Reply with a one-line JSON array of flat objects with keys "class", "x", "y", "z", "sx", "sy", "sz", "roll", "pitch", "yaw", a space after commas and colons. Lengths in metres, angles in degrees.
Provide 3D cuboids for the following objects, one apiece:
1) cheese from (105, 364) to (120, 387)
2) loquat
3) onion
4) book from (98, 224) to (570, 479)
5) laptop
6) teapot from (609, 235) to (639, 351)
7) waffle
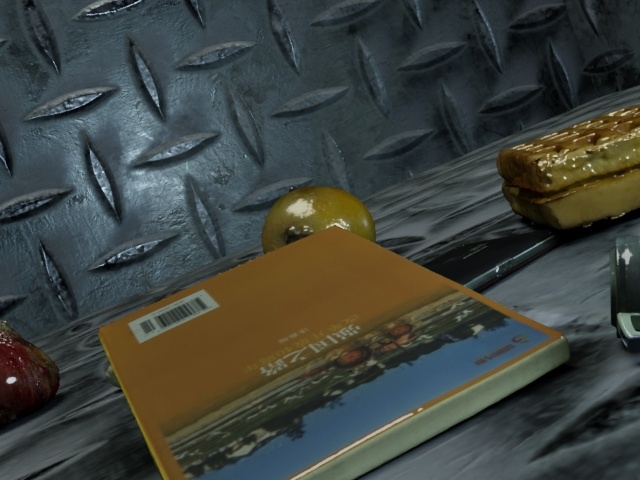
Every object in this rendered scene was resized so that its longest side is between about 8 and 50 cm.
[{"class": "cheese", "x": -0.216, "y": 0.148, "z": 1.165, "sx": 0.065, "sy": 0.043, "sz": 0.194, "roll": -17, "pitch": 7, "yaw": 30}, {"class": "loquat", "x": 0.000, "y": 0.000, "z": 1.274, "sx": 0.172, "sy": 0.149, "sz": 0.204, "roll": -2, "pitch": 35, "yaw": -14}, {"class": "onion", "x": -0.463, "y": 0.189, "z": 1.211, "sx": 0.184, "sy": 0.147, "sz": 0.184, "roll": -11, "pitch": -5, "yaw": -1}, {"class": "book", "x": -0.025, "y": 0.080, "z": 0.671, "sx": 0.262, "sy": 0.028, "sz": 0.374, "roll": -23, "pitch": 20, "yaw": -16}, {"class": "laptop", "x": 0.145, "y": 0.036, "z": 0.922, "sx": 0.207, "sy": 0.026, "sz": 0.154, "roll": -25, "pitch": 6, "yaw": -37}, {"class": "teapot", "x": 0.209, "y": 0.035, "z": 0.528, "sx": 0.057, "sy": 0.066, "sz": 0.088, "roll": -2, "pitch": 34, "yaw": 19}, {"class": "waffle", "x": 0.340, "y": -0.094, "z": 1.031, "sx": 0.224, "sy": 0.098, "sz": 0.327, "roll": -19, "pitch": 4, "yaw": 6}]
